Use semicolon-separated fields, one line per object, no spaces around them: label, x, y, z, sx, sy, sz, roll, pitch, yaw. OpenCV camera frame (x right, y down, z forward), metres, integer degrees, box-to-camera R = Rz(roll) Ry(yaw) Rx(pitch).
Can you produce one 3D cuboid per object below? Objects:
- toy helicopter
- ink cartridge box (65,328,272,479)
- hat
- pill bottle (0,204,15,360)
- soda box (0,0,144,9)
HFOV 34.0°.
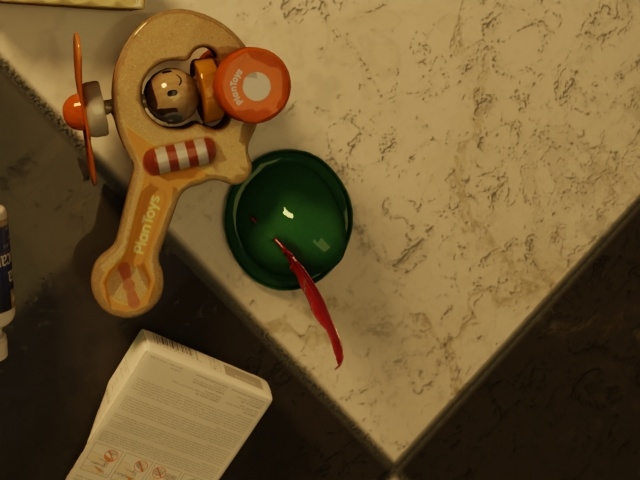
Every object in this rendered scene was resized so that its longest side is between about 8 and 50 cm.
toy helicopter;-0.196;-0.087;1.176;0.235;0.140;0.355;15;96;-23
ink cartridge box;-0.193;0.239;1.295;0.181;0.056;0.225;26;108;-25
hat;0.000;0.000;1.246;0.173;0.183;0.208;-36;112;-13
pill bottle;-0.384;0.048;1.141;0.094;0.094;0.169;-6;103;-22
soda box;-0.285;-0.286;1.140;0.181;0.058;0.061;-1;100;-22
